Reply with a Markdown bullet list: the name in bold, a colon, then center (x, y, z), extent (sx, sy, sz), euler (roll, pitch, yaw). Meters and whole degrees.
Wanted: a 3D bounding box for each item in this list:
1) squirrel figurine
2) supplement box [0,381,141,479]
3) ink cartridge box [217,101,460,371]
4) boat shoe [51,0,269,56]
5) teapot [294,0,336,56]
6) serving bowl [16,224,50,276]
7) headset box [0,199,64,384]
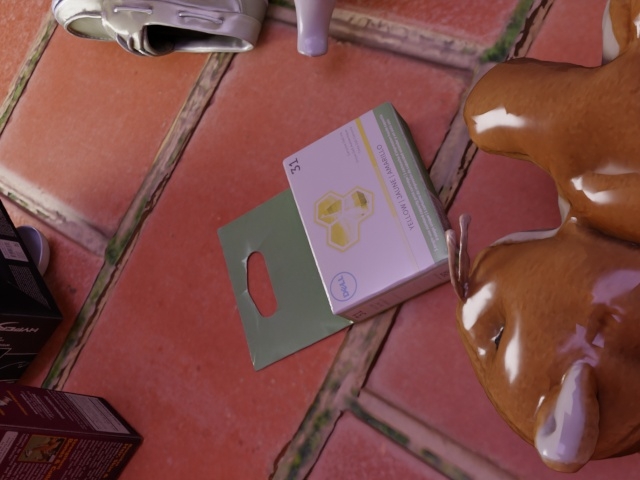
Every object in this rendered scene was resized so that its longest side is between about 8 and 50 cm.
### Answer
- **squirrel figurine**: center (0.260, -0.012, 0.438), extent (0.397, 0.281, 0.371), euler (27, 95, 36)
- **supplement box**: center (-0.282, 0.204, 0.715), extent (0.080, 0.188, 0.104), euler (33, 92, 34)
- **ink cartridge box**: center (0.000, 0.000, 0.704), extent (0.235, 0.056, 0.171), euler (-27, 63, 17)
- **boat shoe**: center (-0.200, -0.266, 0.875), extent (0.302, 0.109, 0.094), euler (2, 77, 27)
- **teapot**: center (-0.003, -0.363, 0.756), extent (0.256, 0.187, 0.252), euler (-42, 75, -19)
- **serving bowl**: center (-0.362, 0.025, 0.916), extent (0.083, 0.027, 0.083), euler (-10, 69, 27)
- **headset box**: center (-0.458, 0.114, 0.873), extent (0.293, 0.110, 0.218), euler (-49, 59, 17)
